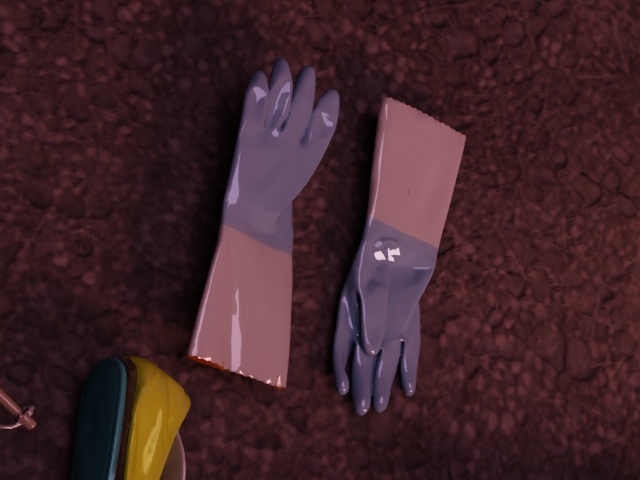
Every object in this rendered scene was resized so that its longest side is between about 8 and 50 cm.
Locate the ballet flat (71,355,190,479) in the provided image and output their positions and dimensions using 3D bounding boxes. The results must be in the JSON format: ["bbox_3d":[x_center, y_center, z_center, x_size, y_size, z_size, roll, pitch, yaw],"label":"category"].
[{"bbox_3d":[-0.128,0.185,1.054,0.077,0.077,0.231,31,61,-37],"label":"ballet flat"}]

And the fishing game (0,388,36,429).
[{"bbox_3d":[-0.297,0.157,0.985,0.189,0.041,0.264,45,69,-12],"label":"fishing game"}]

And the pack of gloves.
[{"bbox_3d":[0.000,0.000,1.197,0.195,0.046,0.232,24,70,-35],"label":"pack of gloves"}]
